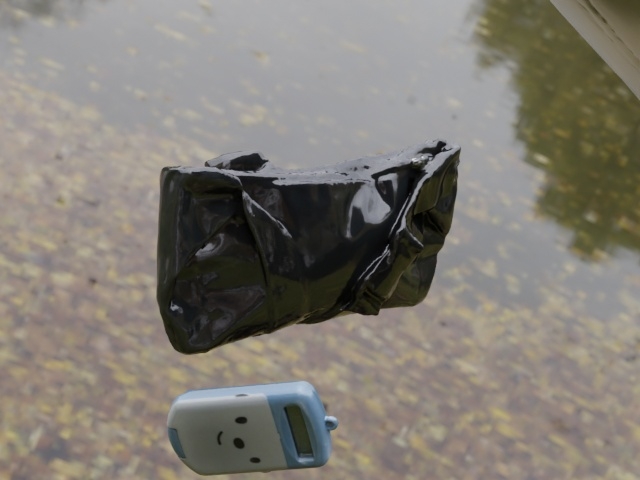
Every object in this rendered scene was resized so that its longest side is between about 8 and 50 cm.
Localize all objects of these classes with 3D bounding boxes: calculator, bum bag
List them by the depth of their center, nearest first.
[{"bbox_3d":[0.000,0.000,0.925,0.248,0.123,0.060,-8,15,-34],"label":"bum bag"},{"bbox_3d":[-0.081,0.225,1.718,0.210,0.121,0.039,-6,32,14],"label":"calculator"}]

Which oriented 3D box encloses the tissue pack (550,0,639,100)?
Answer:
[{"bbox_3d":[0.225,-0.145,0.658,0.380,0.207,0.297,39,6,-36],"label":"tissue pack"}]
